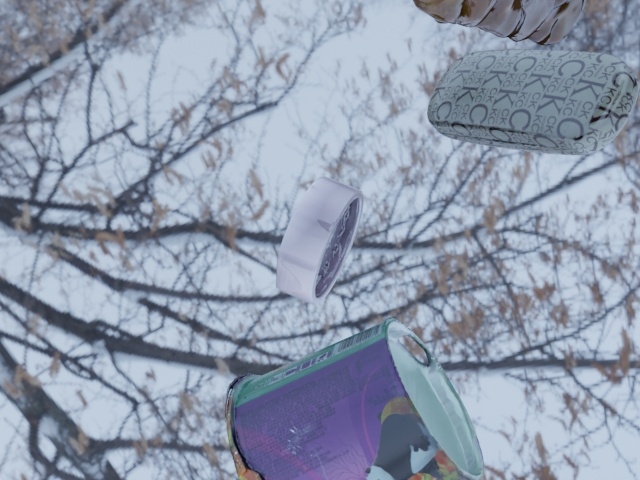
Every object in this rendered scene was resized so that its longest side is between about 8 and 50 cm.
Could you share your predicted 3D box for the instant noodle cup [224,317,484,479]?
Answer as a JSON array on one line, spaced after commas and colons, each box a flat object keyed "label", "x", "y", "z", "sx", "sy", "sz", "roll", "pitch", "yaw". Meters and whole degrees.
[{"label": "instant noodle cup", "x": 0.047, "y": 0.210, "z": 0.941, "sx": 0.190, "sy": 0.251, "sz": 0.251, "roll": -33, "pitch": -148, "yaw": 16}]

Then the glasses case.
[{"label": "glasses case", "x": 0.283, "y": -0.197, "z": 1.225, "sx": 0.355, "sy": 0.085, "sz": 0.137, "roll": 18, "pitch": -102, "yaw": 57}]

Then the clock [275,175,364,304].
[{"label": "clock", "x": 0.000, "y": 0.000, "z": 1.388, "sx": 0.068, "sy": 0.197, "sz": 0.197, "roll": 22, "pitch": -132, "yaw": 13}]

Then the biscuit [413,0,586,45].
[{"label": "biscuit", "x": 0.207, "y": -0.368, "z": 0.736, "sx": 0.166, "sy": 0.395, "sz": 0.343, "roll": 40, "pitch": -156, "yaw": 22}]
